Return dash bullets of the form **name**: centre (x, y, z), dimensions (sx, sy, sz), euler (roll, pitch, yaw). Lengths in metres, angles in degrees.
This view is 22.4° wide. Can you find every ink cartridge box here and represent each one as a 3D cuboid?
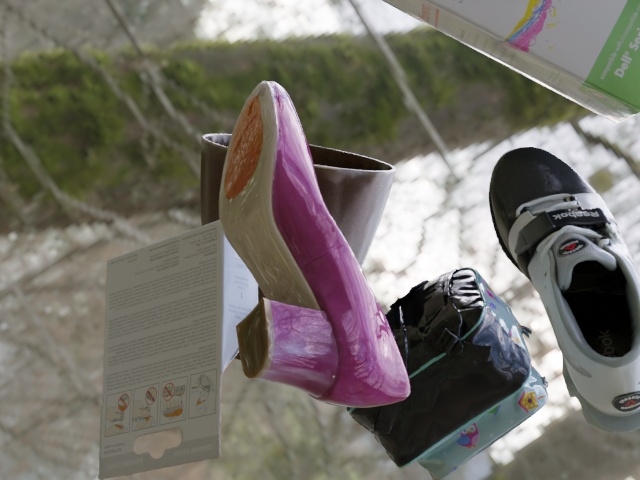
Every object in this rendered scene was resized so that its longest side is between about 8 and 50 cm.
- **ink cartridge box**: centre (0.210, -0.264, 1.770), dimensions (0.353, 0.119, 0.207), euler (28, 2, 3)
- **ink cartridge box**: centre (-0.135, 0.108, 1.534), dimensions (0.056, 0.181, 0.225), euler (14, 68, -43)

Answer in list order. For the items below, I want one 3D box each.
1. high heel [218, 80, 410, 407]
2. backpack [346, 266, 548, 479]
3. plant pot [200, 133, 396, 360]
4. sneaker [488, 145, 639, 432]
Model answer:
- **high heel**: centre (0.000, 0.000, 1.114), dimensions (0.117, 0.082, 0.244), euler (15, 47, -29)
- **backpack**: centre (0.115, 0.116, 1.480), dimensions (0.144, 0.166, 0.188), euler (46, 13, -19)
- **plant pot**: centre (-0.042, 0.016, 1.768), dimensions (0.215, 0.215, 0.230), euler (-140, -121, -74)
- **sneaker**: centre (0.259, 0.016, 1.614), dimensions (0.146, 0.122, 0.331), euler (73, -4, -58)
